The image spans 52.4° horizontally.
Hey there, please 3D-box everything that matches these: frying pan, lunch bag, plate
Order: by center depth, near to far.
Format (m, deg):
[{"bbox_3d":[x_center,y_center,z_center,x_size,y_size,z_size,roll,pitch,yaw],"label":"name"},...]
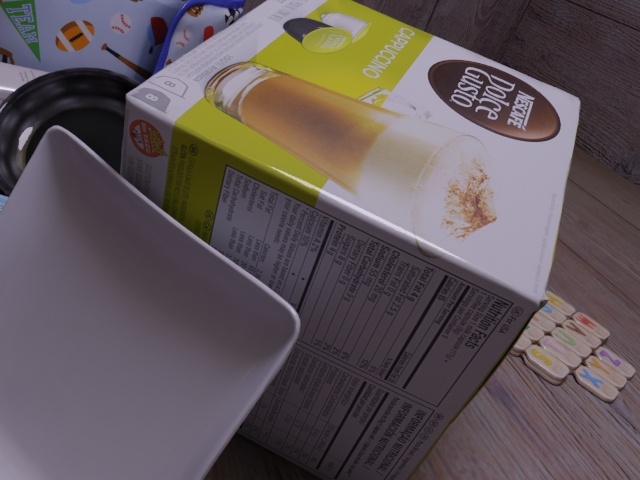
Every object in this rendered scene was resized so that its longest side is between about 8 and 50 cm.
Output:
[{"bbox_3d":[-0.177,0.095,0.495,0.278,0.277,0.045,35,7,24],"label":"plate"},{"bbox_3d":[-0.242,-0.161,0.763,0.197,0.053,0.326,27,64,8],"label":"frying pan"},{"bbox_3d":[-0.328,-0.280,0.997,0.386,0.327,0.239,4,36,-38],"label":"lunch bag"}]

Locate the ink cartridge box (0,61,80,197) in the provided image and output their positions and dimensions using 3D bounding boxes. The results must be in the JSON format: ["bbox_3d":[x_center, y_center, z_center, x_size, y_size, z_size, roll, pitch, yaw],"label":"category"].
[{"bbox_3d":[-0.336,-0.123,0.866,0.237,0.172,0.100,5,29,-35],"label":"ink cartridge box"}]

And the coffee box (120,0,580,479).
[{"bbox_3d":[0.025,-0.007,0.672,0.334,0.338,0.337,26,42,7],"label":"coffee box"}]

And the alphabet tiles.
[{"bbox_3d":[0.394,0.156,1.109,0.278,0.021,0.284,37,29,28],"label":"alphabet tiles"}]

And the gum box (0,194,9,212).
[{"bbox_3d":[-0.306,0.048,0.631,0.157,0.041,0.184,18,53,-11],"label":"gum box"}]
